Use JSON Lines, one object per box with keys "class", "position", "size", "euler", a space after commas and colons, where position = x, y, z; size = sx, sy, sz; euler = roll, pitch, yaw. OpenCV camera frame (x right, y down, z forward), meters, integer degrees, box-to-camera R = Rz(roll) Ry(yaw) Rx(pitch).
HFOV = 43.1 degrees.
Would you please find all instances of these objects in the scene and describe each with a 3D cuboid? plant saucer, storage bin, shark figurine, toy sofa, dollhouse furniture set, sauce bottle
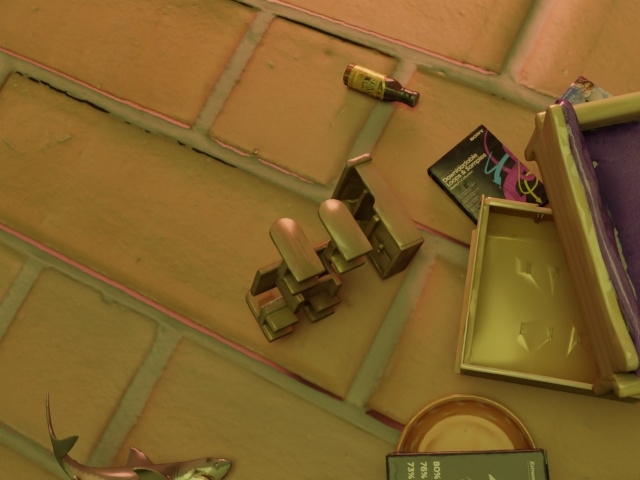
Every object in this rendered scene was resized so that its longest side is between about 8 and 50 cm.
{"class": "plant saucer", "position": [0.204, 0.317, 1.130], "size": [0.200, 0.037, 0.200], "euler": [-3, 71, 10]}
{"class": "storage bin", "position": [0.334, 0.077, 1.116], "size": [0.262, 0.123, 0.260], "euler": [9, 75, 6]}
{"class": "shark figurine", "position": [-0.291, 0.327, 1.178], "size": [0.166, 0.278, 0.116], "euler": [-57, 27, 20]}
{"class": "toy sofa", "position": [0.376, -0.001, 0.983], "size": [0.150, 0.177, 0.362], "euler": [-12, 72, 0]}
{"class": "dollhouse furniture set", "position": [0.000, 0.000, 1.185], "size": [0.242, 0.212, 0.161], "euler": [-22, 69, -25]}
{"class": "sauce bottle", "position": [0.100, -0.253, 1.326], "size": [0.128, 0.042, 0.042], "euler": [24, 79, 19]}

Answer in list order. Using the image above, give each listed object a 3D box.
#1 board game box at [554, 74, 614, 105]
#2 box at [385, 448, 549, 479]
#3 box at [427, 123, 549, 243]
{"class": "board game box", "position": [0.412, -0.198, 1.259], "size": [0.090, 0.020, 0.090], "euler": [39, 83, 18]}
{"class": "box", "position": [0.192, 0.351, 1.044], "size": [0.207, 0.108, 0.153], "euler": [-3, 72, 10]}
{"class": "box", "position": [0.260, -0.088, 1.250], "size": [0.116, 0.029, 0.162], "euler": [-40, 69, -3]}
